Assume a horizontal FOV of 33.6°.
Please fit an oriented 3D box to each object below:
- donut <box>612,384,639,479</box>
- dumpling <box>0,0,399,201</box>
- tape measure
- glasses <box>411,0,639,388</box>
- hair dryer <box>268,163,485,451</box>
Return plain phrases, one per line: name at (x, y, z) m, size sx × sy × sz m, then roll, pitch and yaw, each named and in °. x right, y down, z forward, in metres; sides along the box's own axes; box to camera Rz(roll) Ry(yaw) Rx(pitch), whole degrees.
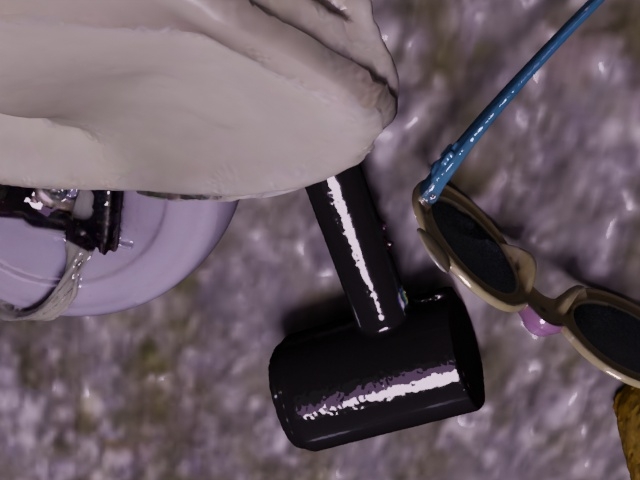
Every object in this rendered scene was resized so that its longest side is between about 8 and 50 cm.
donut at (0.264, 0.186, 0.607) m, size 0.101 × 0.152 × 0.259 m, roll -29°, pitch 110°, yaw 25°
dumpling at (-0.141, -0.139, 0.383) m, size 0.341 × 0.181 × 0.260 m, roll 31°, pitch 141°, yaw -31°
tape measure at (-0.128, -0.049, 0.534) m, size 0.178 × 0.105 × 0.196 m, roll 3°, pitch 117°, yaw 1°
glasses at (0.169, -0.045, 0.557) m, size 0.190 × 0.088 × 0.220 m, roll 30°, pitch 95°, yaw -11°
hair dryer at (0.002, 0.000, 0.576) m, size 0.114 × 0.070 × 0.248 m, roll -17°, pitch 111°, yaw 12°
